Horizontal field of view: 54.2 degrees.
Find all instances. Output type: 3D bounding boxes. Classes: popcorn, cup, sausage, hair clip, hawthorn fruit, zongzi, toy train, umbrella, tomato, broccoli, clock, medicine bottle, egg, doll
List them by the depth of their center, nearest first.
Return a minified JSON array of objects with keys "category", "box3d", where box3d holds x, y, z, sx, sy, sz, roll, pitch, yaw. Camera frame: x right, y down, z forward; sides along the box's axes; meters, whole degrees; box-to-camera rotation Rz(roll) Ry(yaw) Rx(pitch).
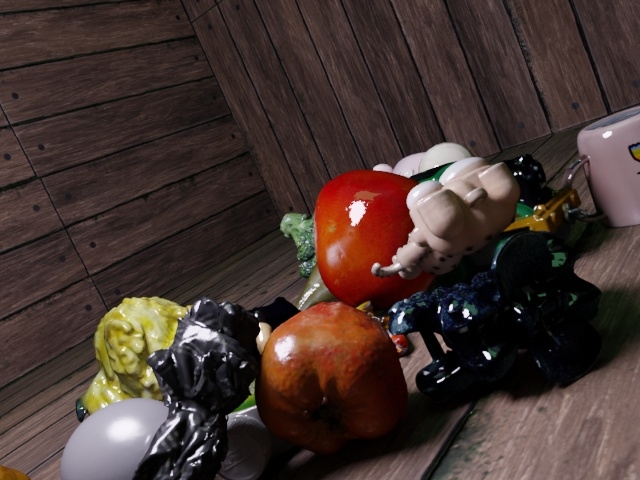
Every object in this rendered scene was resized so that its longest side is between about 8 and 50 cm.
[{"category":"umbrella","box3d":[-0.176,0.234,0.784,0.154,0.128,0.336,4,64,37]},{"category":"hair clip","box3d":[0.253,0.091,0.862,0.310,0.194,0.206,-28,3,-20]},{"category":"hawthorn fruit","box3d":[0.014,0.172,0.884,0.207,0.207,0.243,-22,25,11]},{"category":"doll","box3d":[0.172,-0.014,0.888,0.154,0.119,0.278,-22,-16,-24]},{"category":"egg","box3d":[-0.276,0.319,0.895,0.232,0.176,0.176,-22,8,32]},{"category":"medicine bottle","box3d":[-0.096,0.278,0.954,0.132,0.088,0.188,-21,8,17]},{"category":"sausage","box3d":[0.128,0.176,1.126,0.050,0.048,0.145,14,8,-6]},{"category":"tomato","box3d":[0.101,-0.010,1.234,0.226,0.298,0.298,15,-20,-40]},{"category":"cup","box3d":[0.604,-0.143,1.265,0.253,0.200,0.191,-24,9,2]},{"category":"toy train","box3d":[0.330,-0.055,1.293,0.429,0.249,0.178,-16,11,46]},{"category":"popcorn","box3d":[-0.377,0.251,1.381,0.237,0.293,0.293,13,-13,-32]},{"category":"zongzi","box3d":[0.032,0.068,1.635,0.360,0.160,0.323,-33,20,-11]},{"category":"clock","box3d":[0.334,-0.125,1.642,0.342,0.184,0.326,13,-18,-36]},{"category":"broccoli","box3d":[0.000,0.000,1.926,0.270,0.270,0.270,26,36,27]}]

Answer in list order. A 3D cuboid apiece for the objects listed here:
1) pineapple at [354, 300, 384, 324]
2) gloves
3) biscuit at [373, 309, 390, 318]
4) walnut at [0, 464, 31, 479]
[{"category":"pineapple","box3d":[0.027,0.194,1.139,0.225,0.076,0.225,-37,3,2]},{"category":"gloves","box3d":[-0.158,0.236,1.271,0.197,0.152,0.301,-51,5,38]},{"category":"biscuit","box3d":[0.116,0.144,1.358,0.121,0.040,0.199,-15,10,30]},{"category":"walnut","box3d":[-0.528,0.417,0.901,0.209,0.209,0.336,-23,8,4]}]
